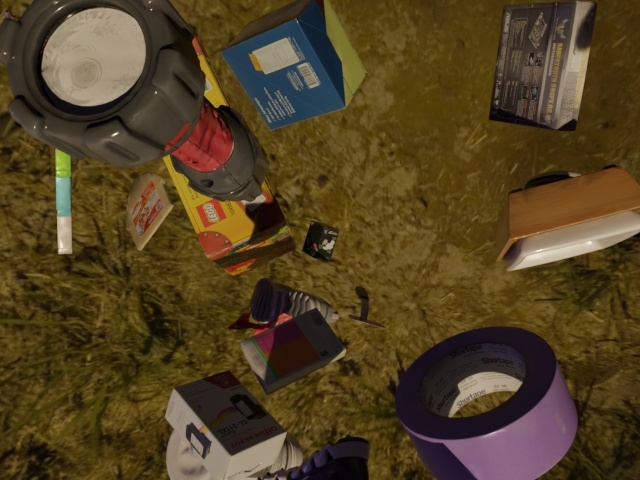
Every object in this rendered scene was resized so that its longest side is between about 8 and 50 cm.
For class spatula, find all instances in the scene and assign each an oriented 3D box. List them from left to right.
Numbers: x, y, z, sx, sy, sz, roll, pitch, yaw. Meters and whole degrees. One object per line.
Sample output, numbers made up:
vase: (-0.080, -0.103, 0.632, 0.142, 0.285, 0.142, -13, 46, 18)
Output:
spatula: (0.105, 0.156, 1.438, 0.084, 0.296, 0.030, 17, 104, -3)

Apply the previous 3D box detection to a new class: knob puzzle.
knob puzzle: (-0.464, -0.096, 1.622, 0.213, 0.030, 0.213, -11, 74, 40)

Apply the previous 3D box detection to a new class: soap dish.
soap dish: (0.436, -0.033, 1.095, 0.229, 0.291, 0.118, -15, 78, 9)

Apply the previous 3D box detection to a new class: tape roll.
tape roll: (0.187, 0.187, 0.694, 0.189, 0.189, 0.080, -25, 110, 5)

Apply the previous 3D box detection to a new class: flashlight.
flashlight: (-0.101, -0.081, 0.448, 0.103, 0.304, 0.103, 9, 85, 8)

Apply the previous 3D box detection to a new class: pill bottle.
pill bottle: (-0.174, 0.479, 1.346, 0.177, 0.319, 0.176, -13, 64, 27)

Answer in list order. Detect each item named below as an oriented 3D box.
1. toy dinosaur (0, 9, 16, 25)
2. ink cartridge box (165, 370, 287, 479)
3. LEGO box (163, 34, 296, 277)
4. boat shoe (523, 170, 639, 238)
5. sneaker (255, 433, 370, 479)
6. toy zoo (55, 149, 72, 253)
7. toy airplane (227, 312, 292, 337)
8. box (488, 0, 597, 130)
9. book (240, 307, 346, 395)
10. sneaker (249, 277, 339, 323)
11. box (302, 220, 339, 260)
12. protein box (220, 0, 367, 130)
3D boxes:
toy dinosaur: (-0.441, -0.284, 0.775, 0.090, 0.082, 0.047, -26, 64, 29)
ink cartridge box: (-0.163, 0.319, 1.042, 0.175, 0.128, 0.072, 36, 118, 34)
LEGO box: (-0.258, -0.186, 1.513, 0.193, 0.372, 0.499, -25, 79, -3)
boat shoe: (0.585, -0.066, 1.339, 0.340, 0.127, 0.113, 20, 64, 46)
sneaker: (-0.023, 0.342, 0.769, 0.234, 0.078, 0.106, -39, 43, 28)
toy zoo: (-0.563, -0.104, 1.321, 0.030, 0.192, 0.293, -1, 119, -23)
toy airplane: (-0.137, 0.192, 1.310, 0.151, 0.151, 0.028, -24, 55, 5)
box: (0.422, -0.337, 1.165, 0.056, 0.183, 0.230, -6, 109, -28)
book: (-0.045, 0.175, 0.978, 0.144, 0.035, 0.096, -21, 55, -22)
sneaker: (-0.071, 0.162, 1.421, 0.281, 0.115, 0.105, 13, 84, 54)
box: (0.000, 0.000, 1.505, 0.062, 0.052, 0.083, 29, 105, 51)
protein box: (-0.052, -0.361, 1.230, 0.201, 0.199, 0.136, -8, 39, 37)
